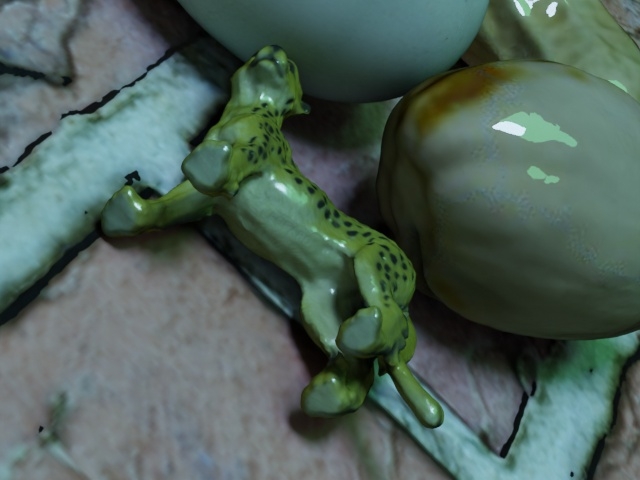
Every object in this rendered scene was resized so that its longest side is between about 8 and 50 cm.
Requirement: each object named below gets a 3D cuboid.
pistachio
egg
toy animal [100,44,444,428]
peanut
[{"bbox_3d":[0.118,-0.019,0.666,0.215,0.144,0.144,20,43,-41],"label":"pistachio"},{"bbox_3d":[-0.006,-0.161,0.662,0.209,0.151,0.151,35,37,-18],"label":"egg"},{"bbox_3d":[0.000,0.000,0.586,0.181,0.073,0.136,44,28,0],"label":"toy animal"},{"bbox_3d":[0.143,-0.131,0.825,0.125,0.111,0.274,9,50,-36],"label":"peanut"}]
